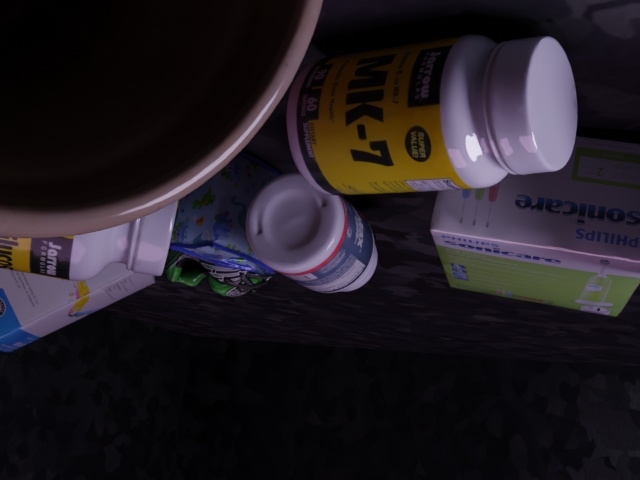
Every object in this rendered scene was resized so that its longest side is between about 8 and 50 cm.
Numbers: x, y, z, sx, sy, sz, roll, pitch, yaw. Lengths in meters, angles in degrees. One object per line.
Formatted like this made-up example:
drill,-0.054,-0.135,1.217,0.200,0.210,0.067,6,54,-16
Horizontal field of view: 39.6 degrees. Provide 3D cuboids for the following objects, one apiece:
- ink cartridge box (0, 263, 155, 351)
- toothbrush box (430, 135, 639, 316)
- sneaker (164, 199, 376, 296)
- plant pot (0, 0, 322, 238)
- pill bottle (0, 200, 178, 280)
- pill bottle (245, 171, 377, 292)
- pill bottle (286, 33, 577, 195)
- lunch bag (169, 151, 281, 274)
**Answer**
ink cartridge box,-0.367,0.023,1.214,0.233,0.171,0.168,-26,174,-11
toothbrush box,0.240,-0.013,0.960,0.206,0.122,0.283,9,169,15
sneaker,-0.075,0.014,1.259,0.344,0.146,0.134,-1,164,34
plant pot,-0.162,-0.154,0.430,0.263,0.263,0.229,18,-177,-37
pill bottle,-0.334,-0.057,1.019,0.334,0.187,0.188,11,167,-11
pill bottle,0.000,0.000,0.983,0.108,0.108,0.180,4,168,21
pill bottle,0.087,-0.098,0.707,0.209,0.119,0.119,-1,164,36
lunch bag,-0.102,-0.033,1.103,0.096,0.128,0.151,0,167,39
